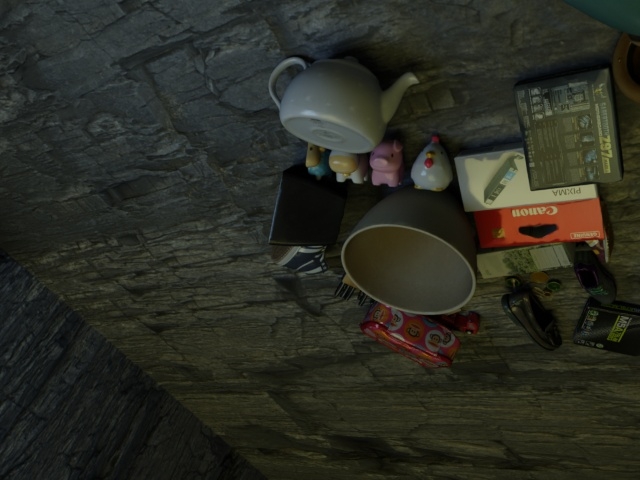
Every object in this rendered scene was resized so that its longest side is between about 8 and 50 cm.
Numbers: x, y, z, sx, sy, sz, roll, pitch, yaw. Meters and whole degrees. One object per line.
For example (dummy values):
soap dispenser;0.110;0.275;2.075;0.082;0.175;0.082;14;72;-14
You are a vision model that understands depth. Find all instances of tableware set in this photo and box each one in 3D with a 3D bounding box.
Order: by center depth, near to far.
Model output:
tableware set;0.578;0.116;1.762;0.154;0.024;0.104;25;141;-4

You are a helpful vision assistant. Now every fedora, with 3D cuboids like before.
fedora;0.627;-0.336;1.142;0.079;0.194;0.194;-2;155;-34

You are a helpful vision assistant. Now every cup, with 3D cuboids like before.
cup;0.243;-0.007;1.597;0.331;0.237;0.331;15;143;12

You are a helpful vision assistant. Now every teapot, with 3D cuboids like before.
teapot;0.036;-0.314;1.394;0.256;0.187;0.252;18;172;-22

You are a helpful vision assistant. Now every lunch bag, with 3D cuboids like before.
lunch bag;0.274;0.297;2.010;0.293;0.120;0.258;28;166;-1

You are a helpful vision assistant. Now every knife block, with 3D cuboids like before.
knife block;0.114;0.081;1.883;0.242;0.088;0.275;-8;133;31

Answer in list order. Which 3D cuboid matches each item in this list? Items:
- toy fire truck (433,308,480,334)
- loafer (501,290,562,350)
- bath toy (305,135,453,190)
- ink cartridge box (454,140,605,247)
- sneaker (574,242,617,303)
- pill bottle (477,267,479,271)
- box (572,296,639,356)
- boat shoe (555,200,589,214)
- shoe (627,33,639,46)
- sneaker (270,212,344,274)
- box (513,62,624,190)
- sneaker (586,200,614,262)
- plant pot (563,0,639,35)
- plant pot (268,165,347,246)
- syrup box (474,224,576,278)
toy fire truck;0.394;0.218;1.945;0.192;0.047;0.135;11;141;14
loafer;0.622;0.231;1.813;0.267;0.096;0.084;37;133;-27
bath toy;0.143;-0.195;1.528;0.348;0.151;0.129;7;103;17
ink cartridge box;0.479;-0.097;1.459;0.296;0.066;0.261;-5;112;30
sneaker;0.697;0.111;1.641;0.083;0.098;0.223;-17;128;38
pill bottle;0.364;0.105;1.777;0.112;0.112;0.186;19;142;4
box;0.822;0.243;1.781;0.184;0.045;0.190;13;141;15
boat shoe;0.545;-0.093;1.499;0.083;0.065;0.183;37;140;-21
shoe;0.597;-0.339;1.045;0.058;0.219;0.076;31;96;-22
sneaker;0.000;0.000;1.840;0.153;0.099;0.282;28;129;-34
box;0.508;-0.225;1.303;0.183;0.059;0.232;-6;110;31
sneaker;0.653;-0.022;1.540;0.084;0.069;0.185;1;132;37
plant pot;0.511;-0.443;0.948;0.235;0.293;0.293;25;143;-22
plant pot;-0.024;-0.079;1.643;0.167;0.187;0.188;12;101;2
syrup box;0.514;0.021;1.622;0.237;0.096;0.093;-11;129;35
